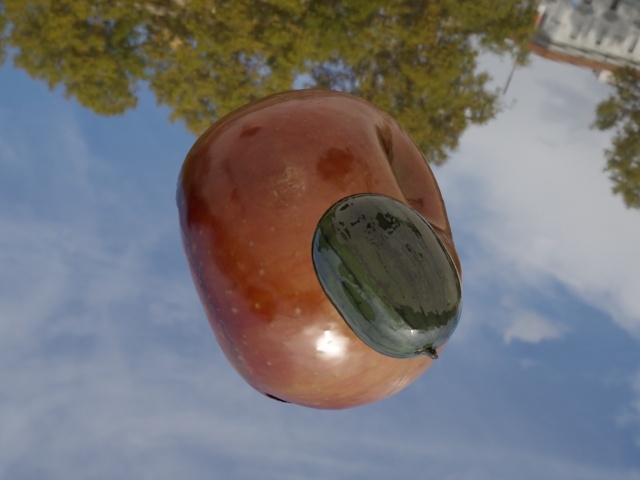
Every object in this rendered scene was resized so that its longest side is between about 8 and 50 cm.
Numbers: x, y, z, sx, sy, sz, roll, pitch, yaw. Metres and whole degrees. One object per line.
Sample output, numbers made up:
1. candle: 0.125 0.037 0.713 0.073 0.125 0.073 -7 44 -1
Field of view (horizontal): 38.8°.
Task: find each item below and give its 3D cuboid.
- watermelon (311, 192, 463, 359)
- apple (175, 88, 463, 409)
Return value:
1. watermelon: 0.041 0.022 0.536 0.078 0.078 0.111 -18 -114 -48
2. apple: 0.000 0.000 0.756 0.206 0.251 0.272 -22 -139 13
